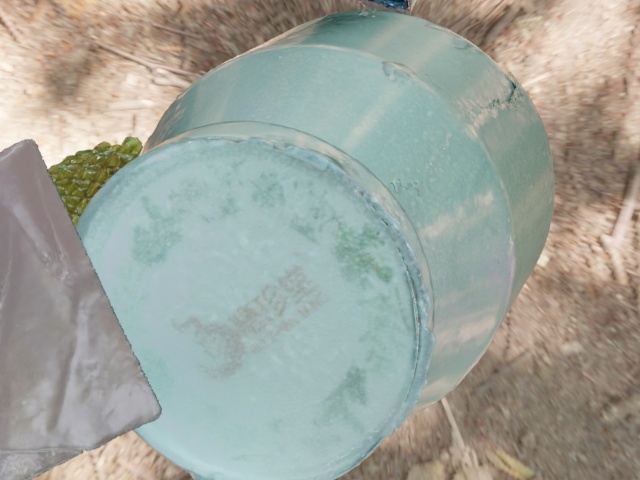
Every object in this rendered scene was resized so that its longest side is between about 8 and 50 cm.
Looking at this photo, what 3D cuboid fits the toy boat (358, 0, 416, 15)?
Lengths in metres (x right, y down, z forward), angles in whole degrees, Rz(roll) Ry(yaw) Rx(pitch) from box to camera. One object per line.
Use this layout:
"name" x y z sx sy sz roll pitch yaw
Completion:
"toy boat" 0.038 -0.261 1.205 0.096 0.299 0.061 22 79 24

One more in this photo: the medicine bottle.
"medicine bottle" 0.000 0.000 0.861 0.245 0.290 0.245 4 106 15

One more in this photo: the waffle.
"waffle" -0.226 -0.049 1.539 0.169 0.183 0.036 -26 133 -17

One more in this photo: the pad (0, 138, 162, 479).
"pad" -0.162 0.053 0.509 0.188 0.006 0.113 -26 80 -4
